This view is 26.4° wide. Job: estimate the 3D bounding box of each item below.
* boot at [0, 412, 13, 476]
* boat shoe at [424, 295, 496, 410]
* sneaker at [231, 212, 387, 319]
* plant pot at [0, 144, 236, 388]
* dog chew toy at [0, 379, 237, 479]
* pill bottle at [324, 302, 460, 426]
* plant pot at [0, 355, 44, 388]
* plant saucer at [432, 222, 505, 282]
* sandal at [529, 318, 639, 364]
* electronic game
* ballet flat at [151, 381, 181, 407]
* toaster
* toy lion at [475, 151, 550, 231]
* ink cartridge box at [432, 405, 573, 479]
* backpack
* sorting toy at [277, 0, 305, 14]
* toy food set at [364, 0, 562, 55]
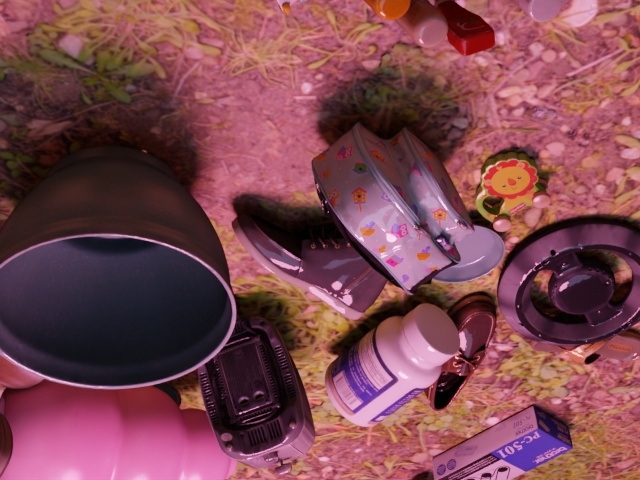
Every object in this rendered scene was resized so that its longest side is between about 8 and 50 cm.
[{"bbox_3d":[-0.556,0.176,1.697,0.138,0.377,0.284,-50,126,-5],"label":"boot"},{"bbox_3d":[0.200,0.164,1.938,0.073,0.073,0.207,7,137,-13],"label":"boat shoe"},{"bbox_3d":[0.000,0.000,1.734,0.222,0.083,0.118,31,109,-27],"label":"sneaker"},{"bbox_3d":[-0.248,0.014,1.615,0.293,0.196,0.293,-3,140,-2],"label":"plant pot"},{"bbox_3d":[-0.275,0.280,1.866,0.332,0.206,0.206,10,138,-19],"label":"dog chew toy"},{"bbox_3d":[0.103,0.170,1.904,0.112,0.112,0.187,25,132,-31],"label":"pill bottle"},{"bbox_3d":[-0.419,0.105,1.743,0.167,0.167,0.165,-20,145,17],"label":"plant pot"},{"bbox_3d":[0.182,0.011,1.793,0.119,0.021,0.119,-2,140,-2],"label":"plant saucer"},{"bbox_3d":[0.390,0.155,1.963,0.180,0.049,0.072,10,137,-17],"label":"sandal"},{"bbox_3d":[0.353,0.060,1.848,0.229,0.048,0.229,-3,131,-3],"label":"electronic game"},{"bbox_3d":[-0.296,0.236,1.989,0.188,0.070,0.070,-1,140,-2],"label":"ballet flat"},{"bbox_3d":[-0.088,0.207,1.867,0.129,0.227,0.146,-21,156,2],"label":"toaster"},{"bbox_3d":[0.233,-0.066,1.704,0.100,0.034,0.096,-34,125,30],"label":"toy lion"},{"bbox_3d":[0.288,0.340,2.174,0.207,0.046,0.097,-34,133,30],"label":"ink cartridge box"},{"bbox_3d":[0.081,-0.049,1.602,0.144,0.166,0.188,-40,133,18],"label":"backpack"},{"bbox_3d":[-0.022,-0.282,1.419,0.075,0.045,0.083,-32,136,1],"label":"sorting toy"},{"bbox_3d":[0.152,-0.270,1.428,0.232,0.104,0.111,-21,127,-9],"label":"toy food set"}]
